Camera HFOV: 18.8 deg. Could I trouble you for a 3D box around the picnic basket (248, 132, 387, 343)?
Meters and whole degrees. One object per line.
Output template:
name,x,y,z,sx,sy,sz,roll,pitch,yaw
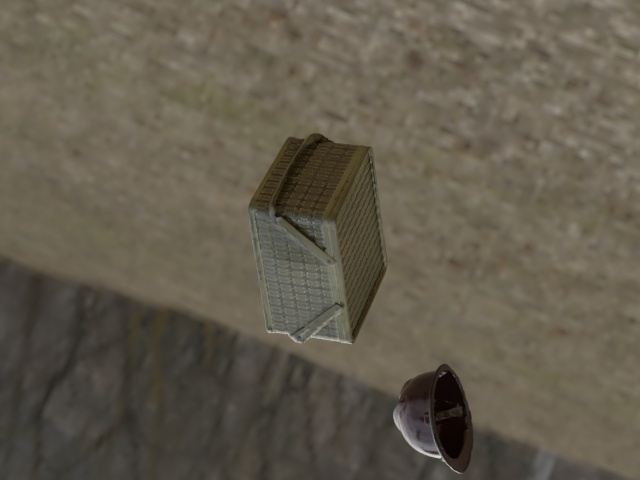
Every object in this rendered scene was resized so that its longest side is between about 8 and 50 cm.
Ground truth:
picnic basket,0.000,0.000,1.683,0.079,0.115,0.164,9,134,19

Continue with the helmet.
helmet,0.101,0.172,1.844,0.057,0.089,0.111,-7,127,24
